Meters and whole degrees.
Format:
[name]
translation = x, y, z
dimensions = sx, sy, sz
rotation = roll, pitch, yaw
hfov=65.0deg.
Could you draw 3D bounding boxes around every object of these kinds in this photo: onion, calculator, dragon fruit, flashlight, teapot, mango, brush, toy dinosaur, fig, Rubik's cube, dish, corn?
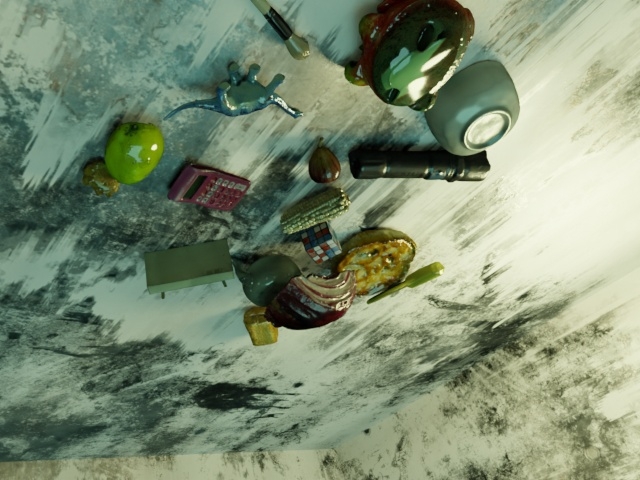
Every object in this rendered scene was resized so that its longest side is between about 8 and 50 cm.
[onion]
translation = -0.016, 0.219, 1.597
dimensions = 0.314, 0.146, 0.280
rotation = -12, 148, -40
[calculator]
translation = -0.284, -0.134, 1.292
dimensions = 0.190, 0.034, 0.126
rotation = 11, 134, -43
[dragon fruit]
translation = 0.195, -0.405, 1.081
dimensions = 0.295, 0.130, 0.268
rotation = -31, 148, 15
[flashlight]
translation = 0.277, -0.211, 1.404
dimensions = 0.423, 0.103, 0.103
rotation = -2, 141, -19
[teapot]
translation = -0.156, 0.125, 1.614
dimensions = 0.294, 0.129, 0.193
rotation = 11, 134, -38
[mango]
translation = -0.412, -0.186, 1.108
dimensions = 0.119, 0.100, 0.178
rotation = 4, 146, -32
[brush]
translation = -0.109, -0.450, 0.955
dimensions = 0.042, 0.039, 0.299
rotation = 6, 158, 37
[toy dinosaur]
translation = -0.164, -0.315, 1.075
dimensions = 0.329, 0.076, 0.144
rotation = -11, 152, -29
[fig]
translation = 0.005, -0.211, 1.297
dimensions = 0.088, 0.089, 0.125
rotation = -15, 117, -6
[Rubik's cube]
translation = 0.000, 0.000, 1.546
dimensions = 0.092, 0.092, 0.092
rotation = -26, 144, 9
[dish]
translation = 0.404, -0.318, 1.292
dimensions = 0.256, 0.117, 0.256
rotation = -12, 144, -9
[corn]
translation = -0.016, -0.086, 1.443
dimensions = 0.210, 0.087, 0.087
rotation = -20, 145, 11

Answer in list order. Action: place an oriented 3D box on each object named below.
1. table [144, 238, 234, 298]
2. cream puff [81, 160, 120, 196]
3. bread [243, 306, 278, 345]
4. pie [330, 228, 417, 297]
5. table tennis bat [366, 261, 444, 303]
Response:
[table]
translation = -0.379, 0.094, 1.471
dimensions = 0.240, 0.122, 0.111
rotation = -10, 143, -12
[cream puff]
translation = -0.508, -0.142, 1.161
dimensions = 0.083, 0.083, 0.058
rotation = -2, -173, -40
[bread]
translation = -0.220, 0.322, 1.877
dimensions = 0.113, 0.083, 0.211
rotation = -10, 144, -4
[pie]
translation = 0.176, 0.070, 1.728
dimensions = 0.315, 0.092, 0.315
rotation = -11, 139, -10
[table tennis bat]
translation = 0.310, 0.159, 1.841
dimensions = 0.224, 0.054, 0.368
rotation = -19, 170, -38
